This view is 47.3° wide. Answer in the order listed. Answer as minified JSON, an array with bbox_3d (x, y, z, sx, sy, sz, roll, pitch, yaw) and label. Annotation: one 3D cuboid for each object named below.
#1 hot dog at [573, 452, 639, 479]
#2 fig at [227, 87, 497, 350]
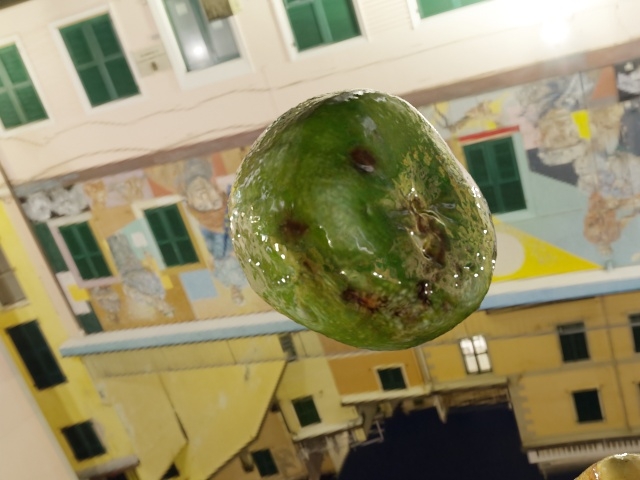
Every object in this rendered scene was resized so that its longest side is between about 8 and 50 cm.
[{"bbox_3d":[0.395,0.353,0.911,0.153,0.256,0.150,2,-122,2],"label":"hot dog"},{"bbox_3d":[0.000,0.000,0.573,0.235,0.203,0.203,-28,-171,45],"label":"fig"}]
